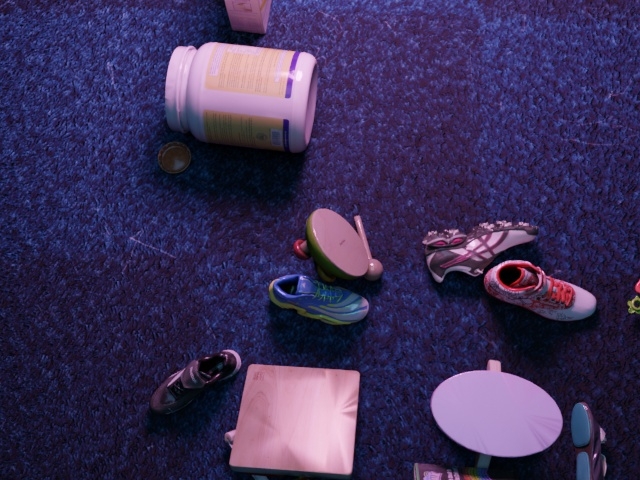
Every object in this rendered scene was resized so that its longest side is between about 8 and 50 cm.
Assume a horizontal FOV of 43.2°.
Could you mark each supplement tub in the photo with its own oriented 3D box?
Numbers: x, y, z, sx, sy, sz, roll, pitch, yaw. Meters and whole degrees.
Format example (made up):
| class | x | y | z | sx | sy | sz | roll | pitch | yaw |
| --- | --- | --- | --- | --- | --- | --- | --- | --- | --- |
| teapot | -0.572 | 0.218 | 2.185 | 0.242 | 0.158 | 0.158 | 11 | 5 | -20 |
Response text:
| class | x | y | z | sx | sy | sz | roll | pitch | yaw |
| --- | --- | --- | --- | --- | --- | --- | --- | --- | --- |
| supplement tub | -0.184 | -0.345 | 1.936 | 0.331 | 0.241 | 0.241 | 8 | 76 | 4 |

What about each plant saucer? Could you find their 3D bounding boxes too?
| class | x | y | z | sx | sy | sz | roll | pitch | yaw |
| --- | --- | --- | --- | --- | --- | --- | --- | --- | --- |
| plant saucer | -0.365 | -0.206 | 2.024 | 0.083 | 0.013 | 0.084 | -1 | 76 | 3 |

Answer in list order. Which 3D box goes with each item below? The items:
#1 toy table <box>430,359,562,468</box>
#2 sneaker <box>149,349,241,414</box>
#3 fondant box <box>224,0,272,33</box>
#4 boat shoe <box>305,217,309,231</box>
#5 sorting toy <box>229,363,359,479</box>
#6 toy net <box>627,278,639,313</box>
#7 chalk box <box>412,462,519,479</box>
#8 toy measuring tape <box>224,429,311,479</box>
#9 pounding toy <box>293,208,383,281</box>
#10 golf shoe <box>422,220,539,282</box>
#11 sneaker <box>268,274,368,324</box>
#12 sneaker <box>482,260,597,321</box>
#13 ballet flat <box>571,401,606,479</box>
| class | x | y | z | sx | sy | sz | roll | pitch | yaw |
| --- | --- | --- | --- | --- | --- | --- | --- | --- | --- |
| toy table | 0.373 | 0.380 | 1.770 | 0.274 | 0.161 | 0.252 | 21 | 77 | 7 |
| sneaker | -0.294 | 0.317 | 1.839 | 0.234 | 0.106 | 0.078 | -30 | 76 | -5 |
| fondant box | -0.172 | -0.693 | 1.977 | 0.096 | 0.330 | 0.239 | 8 | 77 | 5 |
| boat shoe | 0.000 | 0.000 | 1.944 | 0.046 | 0.038 | 0.125 | -34 | 65 | 37 |
| sorting toy | -0.048 | 0.409 | 1.772 | 0.255 | 0.089 | 0.257 | 3 | 45 | 6 |
| toy net | 0.811 | 0.100 | 1.885 | 0.122 | 0.045 | 0.232 | 33 | 78 | 12 |
| chalk box | 0.272 | 0.588 | 1.685 | 0.288 | 0.180 | 0.179 | 2 | 101 | 4 |
| toy measuring tape | -0.082 | 0.530 | 1.774 | 0.121 | 0.121 | 0.330 | -37 | 72 | -7 |
| pounding toy | 0.025 | 0.032 | 1.873 | 0.110 | 0.236 | 0.183 | -37 | 67 | 29 |
| golf shoe | 0.381 | 0.019 | 1.906 | 0.272 | 0.105 | 0.120 | -10 | 93 | 4 |
| sneaker | -0.007 | 0.136 | 1.864 | 0.240 | 0.126 | 0.091 | 9 | 76 | 5 |
| sneaker | 0.510 | 0.117 | 1.838 | 0.269 | 0.145 | 0.090 | 15 | 77 | 6 |
| ballet flat | 0.600 | 0.464 | 1.792 | 0.074 | 0.074 | 0.203 | 2 | 70 | 3 |
